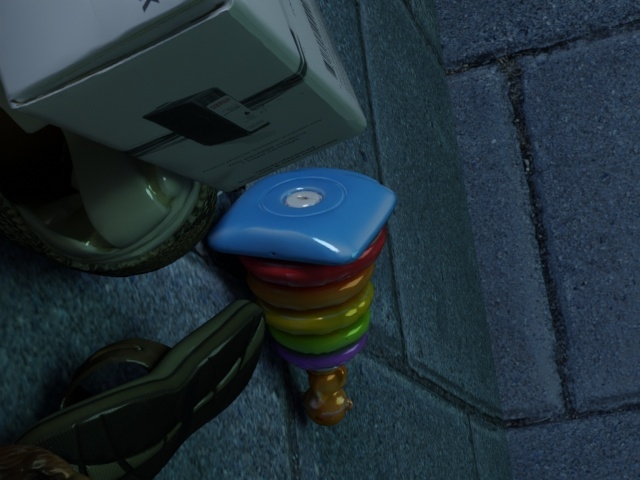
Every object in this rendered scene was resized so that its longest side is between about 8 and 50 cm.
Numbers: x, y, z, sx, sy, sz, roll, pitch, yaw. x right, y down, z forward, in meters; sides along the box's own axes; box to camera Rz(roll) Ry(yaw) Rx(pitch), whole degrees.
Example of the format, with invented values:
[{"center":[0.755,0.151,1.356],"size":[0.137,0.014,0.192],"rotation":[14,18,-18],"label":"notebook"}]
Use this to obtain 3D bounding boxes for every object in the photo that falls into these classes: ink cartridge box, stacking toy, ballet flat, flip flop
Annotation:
[{"center":[-0.085,-0.151,0.552],"size":[0.197,0.114,0.273],"rotation":[68,11,10],"label":"ink cartridge box"},{"center":[-0.002,0.084,1.117],"size":[0.166,0.175,0.301],"rotation":[-52,142,-52],"label":"stacking toy"},{"center":[-0.183,-0.096,0.609],"size":[0.182,0.164,0.483],"rotation":[41,-11,45],"label":"ballet flat"},{"center":[-0.137,0.112,0.749],"size":[0.277,0.080,0.112],"rotation":[-37,149,-53],"label":"flip flop"}]

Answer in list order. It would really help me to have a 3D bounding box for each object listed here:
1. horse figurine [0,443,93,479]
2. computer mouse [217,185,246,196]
[{"center":[-0.163,0.225,0.618],"size":[0.174,0.066,0.263],"rotation":[-48,130,-58],"label":"horse figurine"},{"center":[-0.117,-0.088,1.038],"size":[0.193,0.042,0.106],"rotation":[-55,135,-74],"label":"computer mouse"}]
